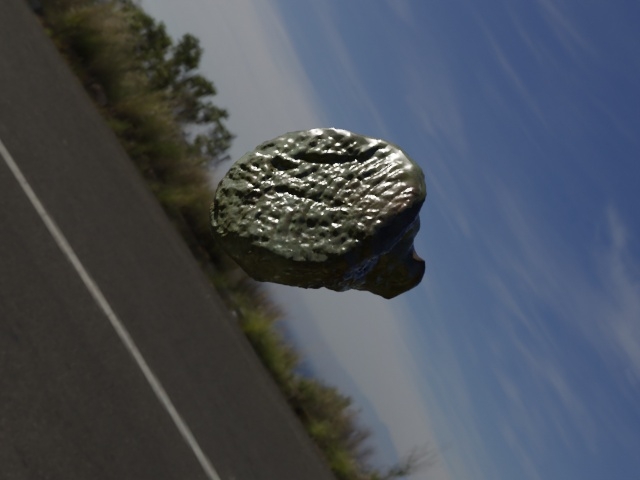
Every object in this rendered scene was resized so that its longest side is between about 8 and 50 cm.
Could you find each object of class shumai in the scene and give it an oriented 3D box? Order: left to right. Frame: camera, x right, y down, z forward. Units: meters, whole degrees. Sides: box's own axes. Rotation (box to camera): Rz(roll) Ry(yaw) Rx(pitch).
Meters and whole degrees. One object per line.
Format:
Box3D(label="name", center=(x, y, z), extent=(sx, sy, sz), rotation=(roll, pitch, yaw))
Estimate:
Box3D(label="shumai", center=(0.000, 0.000, 1.089), extent=(0.203, 0.272, 0.222), rotation=(95, -7, -51))
